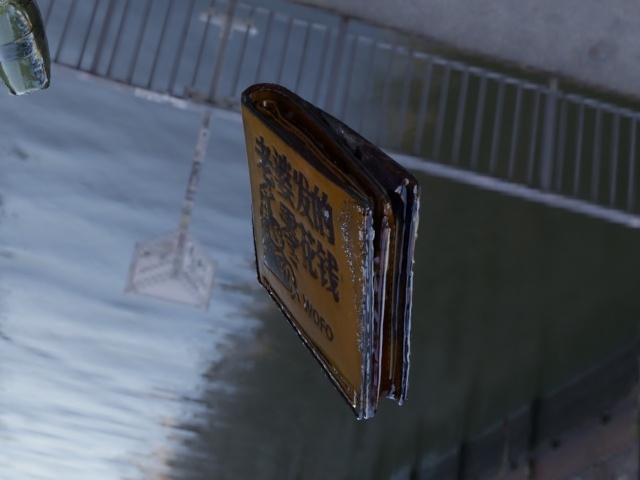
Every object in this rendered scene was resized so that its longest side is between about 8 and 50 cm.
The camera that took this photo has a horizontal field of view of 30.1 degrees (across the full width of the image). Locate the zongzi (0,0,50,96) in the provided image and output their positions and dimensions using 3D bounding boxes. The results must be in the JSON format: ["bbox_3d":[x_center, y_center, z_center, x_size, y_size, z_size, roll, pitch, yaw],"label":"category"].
[{"bbox_3d":[-0.263,-0.189,1.004,0.052,0.113,0.104,-16,134,-10],"label":"zongzi"}]

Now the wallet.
[{"bbox_3d":[-0.003,0.000,0.761,0.042,0.195,0.161,-13,123,-24],"label":"wallet"}]
